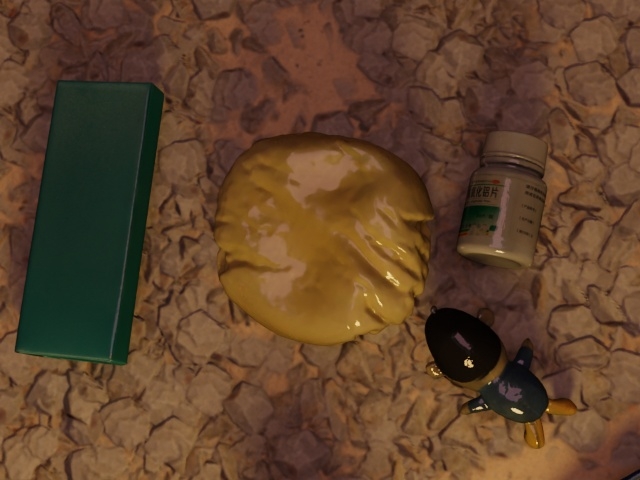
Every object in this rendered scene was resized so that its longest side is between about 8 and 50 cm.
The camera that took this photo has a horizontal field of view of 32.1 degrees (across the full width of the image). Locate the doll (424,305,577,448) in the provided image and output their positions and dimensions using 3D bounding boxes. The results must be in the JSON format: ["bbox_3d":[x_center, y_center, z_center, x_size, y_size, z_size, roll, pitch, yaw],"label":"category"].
[{"bbox_3d":[0.170,0.130,1.112,0.102,0.089,0.179,-45,101,-3],"label":"doll"}]

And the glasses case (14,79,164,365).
[{"bbox_3d":[-0.243,-0.021,1.197,0.117,0.070,0.301,5,81,14],"label":"glasses case"}]

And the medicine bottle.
[{"bbox_3d":[0.189,-0.041,1.141,0.080,0.080,0.130,11,80,9],"label":"medicine bottle"}]

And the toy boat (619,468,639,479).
[{"bbox_3d":[0.284,0.283,1.082,0.229,0.046,0.080,-43,76,-3],"label":"toy boat"}]

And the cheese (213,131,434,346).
[{"bbox_3d":[0.000,0.000,1.143,0.226,0.117,0.214,8,83,13],"label":"cheese"}]
